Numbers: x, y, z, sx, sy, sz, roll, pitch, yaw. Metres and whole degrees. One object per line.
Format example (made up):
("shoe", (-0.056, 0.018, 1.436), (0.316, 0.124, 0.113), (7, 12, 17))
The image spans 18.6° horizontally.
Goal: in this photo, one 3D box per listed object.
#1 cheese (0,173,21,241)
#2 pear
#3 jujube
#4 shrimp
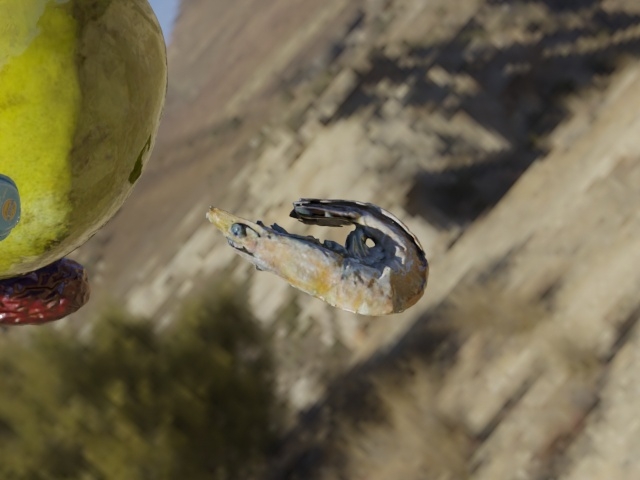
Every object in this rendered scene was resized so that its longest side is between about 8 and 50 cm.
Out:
("cheese", (-0.233, -0.030, 1.329), (0.111, 0.017, 0.047), (37, -117, -61))
("pear", (-0.256, -0.109, 1.593), (0.307, 0.253, 0.253), (-63, -3, 24))
("jujube", (-0.296, 0.049, 1.969), (0.077, 0.129, 0.077), (-3, -90, -90))
("shrimp", (0.000, 0.000, 1.886), (0.047, 0.223, 0.126), (113, 179, -54))
